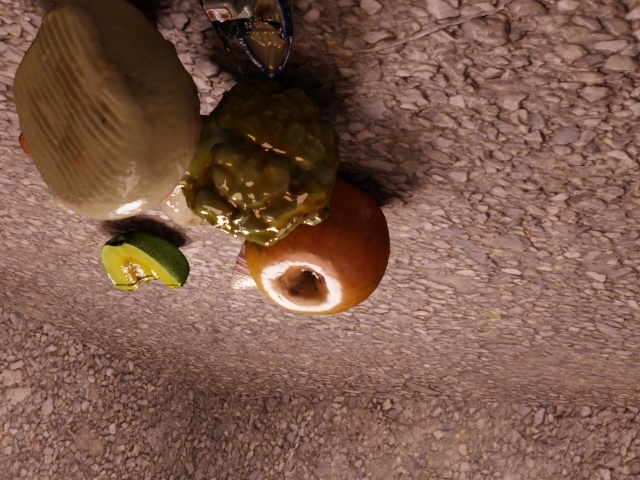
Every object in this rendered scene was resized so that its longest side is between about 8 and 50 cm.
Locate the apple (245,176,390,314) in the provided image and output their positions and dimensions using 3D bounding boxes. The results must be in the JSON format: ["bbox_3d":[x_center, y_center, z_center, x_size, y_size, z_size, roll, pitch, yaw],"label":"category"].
[{"bbox_3d":[0.000,0.000,1.837,0.299,0.275,0.299,13,146,9],"label":"apple"}]

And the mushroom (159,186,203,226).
[{"bbox_3d":[-0.296,-0.116,1.930,0.123,0.094,0.351,-5,160,-5],"label":"mushroom"}]

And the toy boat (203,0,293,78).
[{"bbox_3d":[-0.106,-0.326,1.278,0.114,0.115,0.262,3,157,23],"label":"toy boat"}]

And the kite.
[{"bbox_3d":[-0.146,-0.304,1.342,0.010,0.183,0.160,-28,127,3],"label":"kite"}]

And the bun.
[{"bbox_3d":[-0.328,-0.217,1.444,0.361,0.360,0.213,-10,-176,44],"label":"bun"}]

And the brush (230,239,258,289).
[{"bbox_3d":[-0.103,0.034,2.107,0.166,0.174,0.266,23,150,0],"label":"brush"}]

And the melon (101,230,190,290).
[{"bbox_3d":[-0.455,0.031,2.353,0.265,0.129,0.169,-2,132,40],"label":"melon"}]

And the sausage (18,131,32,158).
[{"bbox_3d":[-0.522,-0.160,1.944,0.097,0.093,0.348,-9,151,15],"label":"sausage"}]

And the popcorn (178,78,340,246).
[{"bbox_3d":[-0.104,-0.134,1.537,0.275,0.279,0.335,12,-159,-1],"label":"popcorn"}]
